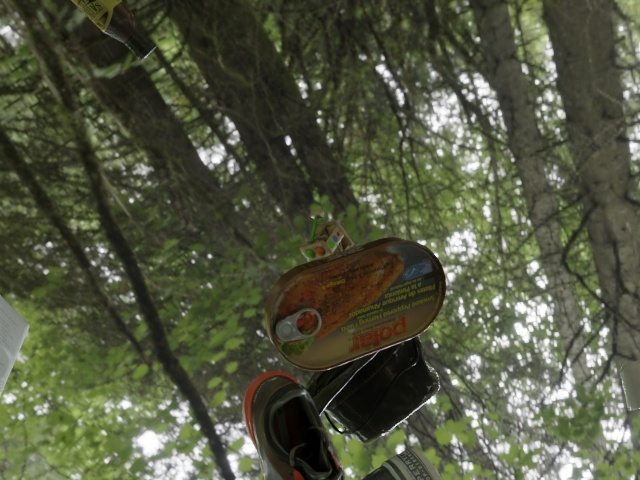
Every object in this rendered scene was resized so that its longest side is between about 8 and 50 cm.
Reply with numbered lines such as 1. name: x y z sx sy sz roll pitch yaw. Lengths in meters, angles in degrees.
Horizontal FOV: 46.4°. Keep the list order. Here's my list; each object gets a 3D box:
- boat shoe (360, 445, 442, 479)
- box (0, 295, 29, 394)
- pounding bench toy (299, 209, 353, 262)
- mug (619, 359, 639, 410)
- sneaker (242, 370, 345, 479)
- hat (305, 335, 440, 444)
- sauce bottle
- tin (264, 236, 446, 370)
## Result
1. boat shoe: 0.089 0.317 0.647 0.102 0.301 0.108 -27 -151 -11
2. box: -0.316 0.081 0.573 0.091 0.130 0.170 -33 -158 3
3. pounding bench toy: 0.000 0.000 1.194 0.052 0.083 0.065 -16 -152 42
4. mug: 0.463 0.205 1.069 0.062 0.078 0.064 -25 -110 28
5. sneaker: -0.010 0.166 0.498 0.061 0.158 0.065 -21 180 -22
6. hat: 0.091 0.190 1.053 0.134 0.331 0.331 41 -113 1
7. sauce bottle: -0.240 -0.258 0.840 0.042 0.128 0.042 -42 -164 15
8. tin: 0.035 0.062 0.749 0.190 0.106 0.040 -17 -169 -16
